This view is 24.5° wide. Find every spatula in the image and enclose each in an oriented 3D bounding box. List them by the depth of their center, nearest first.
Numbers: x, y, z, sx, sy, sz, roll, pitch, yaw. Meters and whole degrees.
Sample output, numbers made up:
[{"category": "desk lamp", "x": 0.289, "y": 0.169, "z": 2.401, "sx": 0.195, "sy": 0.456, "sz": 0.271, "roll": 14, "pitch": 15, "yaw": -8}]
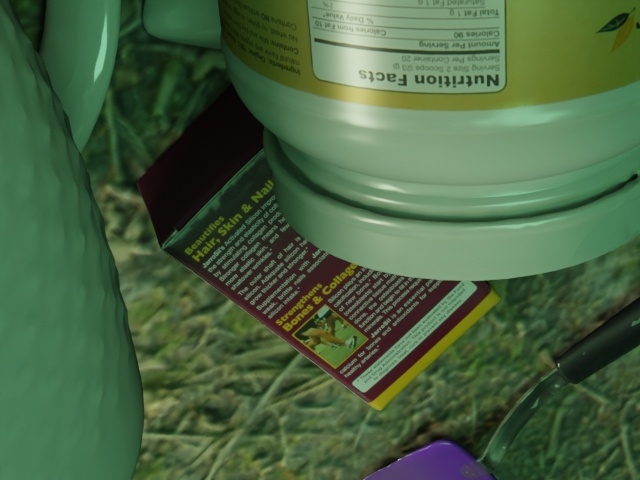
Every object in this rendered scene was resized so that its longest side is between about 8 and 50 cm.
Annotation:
[{"category": "spatula", "x": 0.149, "y": 0.109, "z": 0.995, "sx": 0.296, "sy": 0.030, "sz": 0.084, "roll": -41, "pitch": 121, "yaw": 7}]

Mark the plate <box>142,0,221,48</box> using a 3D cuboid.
[{"category": "plate", "x": 0.069, "y": -0.208, "z": 0.777, "sx": 0.278, "sy": 0.045, "sz": 0.277, "roll": 7, "pitch": 116, "yaw": -23}]

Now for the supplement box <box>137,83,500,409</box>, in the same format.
[{"category": "supplement box", "x": 0.000, "y": 0.000, "z": 0.850, "sx": 0.104, "sy": 0.081, "sz": 0.188, "roll": -44, "pitch": 123, "yaw": 9}]

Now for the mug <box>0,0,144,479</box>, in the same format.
[{"category": "mug", "x": -0.211, "y": -0.042, "z": 0.637, "sx": 0.374, "sy": 0.276, "sz": 0.328, "roll": -51, "pitch": 148, "yaw": -35}]

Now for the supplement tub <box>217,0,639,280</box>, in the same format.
[{"category": "supplement tub", "x": 0.062, "y": -0.164, "z": 0.635, "sx": 0.228, "sy": 0.228, "sz": 0.316, "roll": -12, "pitch": 122, "yaw": -12}]
